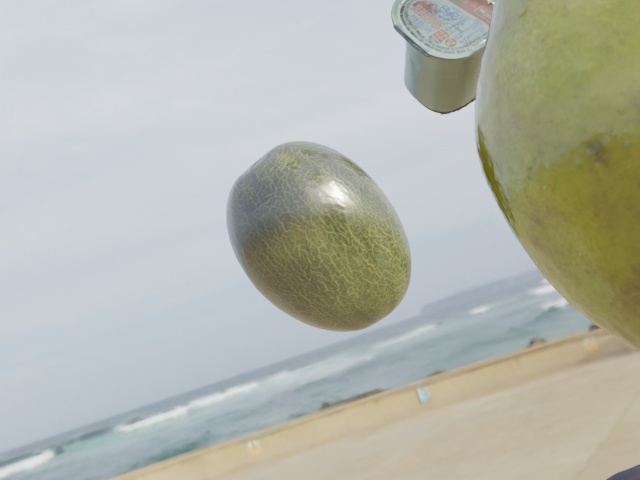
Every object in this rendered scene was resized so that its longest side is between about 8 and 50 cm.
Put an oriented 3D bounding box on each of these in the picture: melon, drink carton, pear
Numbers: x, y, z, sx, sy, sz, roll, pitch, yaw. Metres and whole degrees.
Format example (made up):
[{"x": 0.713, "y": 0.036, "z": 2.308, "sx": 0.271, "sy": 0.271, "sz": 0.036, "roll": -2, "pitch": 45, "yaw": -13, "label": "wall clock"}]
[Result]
[{"x": 0.000, "y": 0.000, "z": 1.273, "sx": 0.237, "sy": 0.302, "sz": 0.237, "roll": -39, "pitch": 11, "yaw": 9, "label": "melon"}, {"x": 0.225, "y": -0.352, "z": 1.565, "sx": 0.191, "sy": 0.185, "sz": 0.189, "roll": -36, "pitch": -22, "yaw": -17, "label": "drink carton"}, {"x": 0.320, "y": -0.101, "z": 0.750, "sx": 0.352, "sy": 0.413, "sz": 0.352, "roll": -24, "pitch": -5, "yaw": -2, "label": "pear"}]

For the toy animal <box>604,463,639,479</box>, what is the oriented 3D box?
[{"x": 0.381, "y": 0.134, "z": 0.669, "sx": 0.324, "sy": 0.090, "sz": 0.195, "roll": -8, "pitch": -29, "yaw": -41, "label": "toy animal"}]
